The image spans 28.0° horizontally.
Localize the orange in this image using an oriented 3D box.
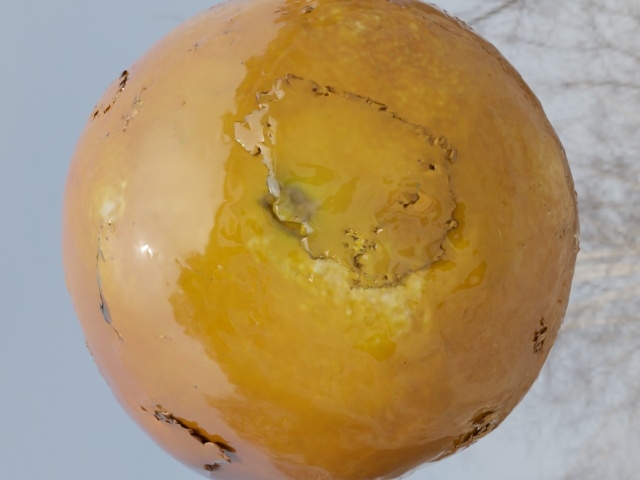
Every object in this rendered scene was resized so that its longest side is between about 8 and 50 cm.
[{"bbox_3d":[0.000,0.000,0.610,0.246,0.246,0.246,22,-114,-62],"label":"orange"}]
